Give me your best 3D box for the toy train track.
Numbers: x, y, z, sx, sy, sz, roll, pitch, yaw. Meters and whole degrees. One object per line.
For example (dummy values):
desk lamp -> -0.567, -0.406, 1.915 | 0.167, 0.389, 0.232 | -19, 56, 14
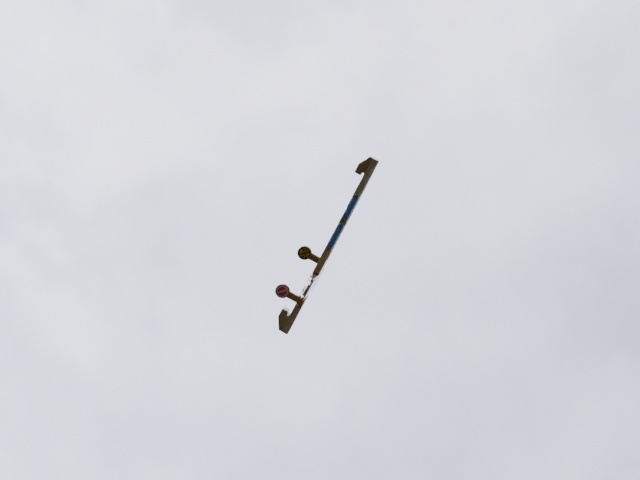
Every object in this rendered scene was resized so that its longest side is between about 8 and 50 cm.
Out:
toy train track -> 0.000, 0.000, 0.810 | 0.014, 0.048, 0.083 | 29, -83, 3
